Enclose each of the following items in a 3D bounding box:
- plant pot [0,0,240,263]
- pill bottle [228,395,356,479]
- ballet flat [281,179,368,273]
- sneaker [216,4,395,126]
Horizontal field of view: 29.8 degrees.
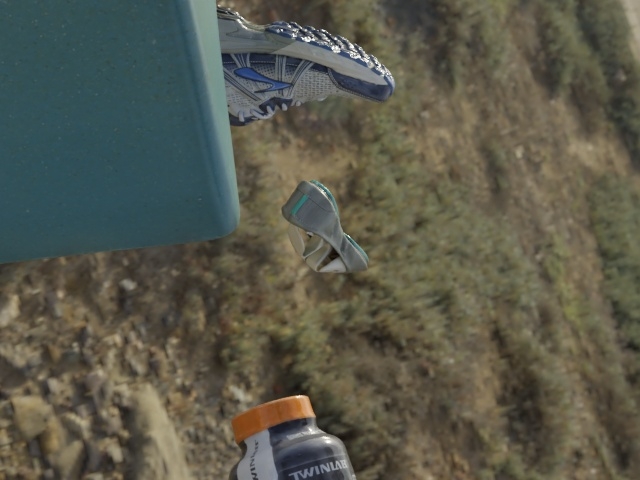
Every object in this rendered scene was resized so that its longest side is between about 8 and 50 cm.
[{"bbox_3d":[-0.123,-0.130,0.385,0.234,0.165,0.166,87,-5,-47],"label":"plant pot"},{"bbox_3d":[-0.018,0.287,1.238,0.130,0.130,0.246,3,64,-53],"label":"pill bottle"},{"bbox_3d":[0.000,0.000,1.434,0.068,0.072,0.213,-50,152,-10],"label":"ballet flat"},{"bbox_3d":[-0.028,-0.089,0.649,0.052,0.135,0.058,-76,180,-71],"label":"sneaker"}]
